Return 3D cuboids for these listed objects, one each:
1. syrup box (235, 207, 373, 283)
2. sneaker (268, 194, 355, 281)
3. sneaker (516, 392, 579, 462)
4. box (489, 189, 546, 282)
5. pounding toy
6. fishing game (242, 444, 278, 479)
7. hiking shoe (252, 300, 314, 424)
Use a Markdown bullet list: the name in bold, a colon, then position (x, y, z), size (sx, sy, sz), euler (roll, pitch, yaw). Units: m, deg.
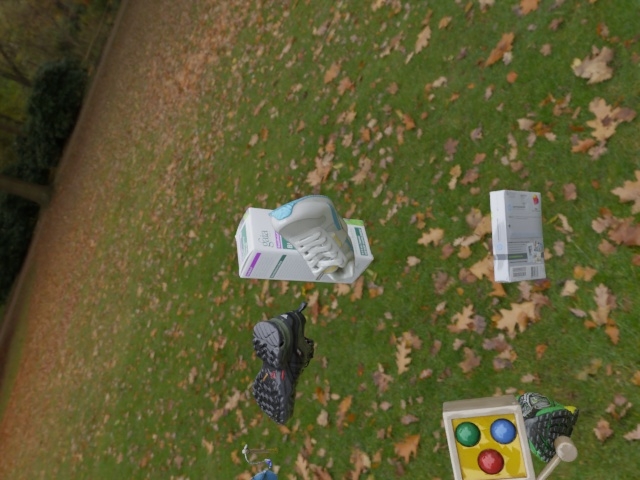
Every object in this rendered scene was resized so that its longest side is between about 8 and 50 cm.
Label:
- **syrup box**: position (-0.033, 0.014, 0.946), size (0.096, 0.237, 0.093), euler (124, 143, -46)
- **sneaker**: position (0.000, 0.000, 0.774), size (0.088, 0.229, 0.092), euler (-22, 67, 18)
- **sneaker**: position (0.547, 0.461, 1.275), size (0.146, 0.344, 0.134), euler (18, 86, 34)
- **box**: position (0.414, -0.009, 1.053), size (0.038, 0.145, 0.186), euler (-3, 89, 51)
- **pounding toy**: position (0.327, 0.363, 0.848), size (0.206, 0.094, 0.180), euler (-11, 83, 14)
- **fishing game**: position (-0.093, 0.507, 0.892), size (0.041, 0.189, 0.263), euler (-11, 61, 19)
- **hiking shoe**: position (-0.050, 0.216, 0.859), size (0.086, 0.114, 0.226), euler (28, 129, 35)
